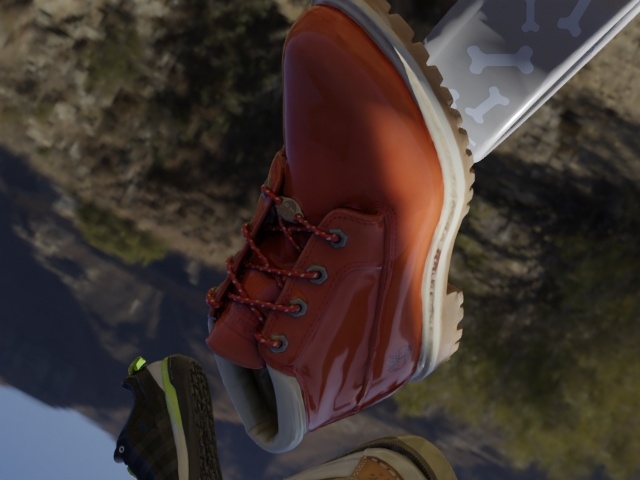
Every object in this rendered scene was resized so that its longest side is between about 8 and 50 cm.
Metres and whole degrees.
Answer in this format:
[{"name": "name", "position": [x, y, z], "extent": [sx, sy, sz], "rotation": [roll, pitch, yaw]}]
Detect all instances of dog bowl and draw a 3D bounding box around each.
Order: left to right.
[{"name": "dog bowl", "position": [0.215, -0.209, 1.097], "extent": [0.102, 0.349, 0.349], "rotation": [47, 176, 3]}]

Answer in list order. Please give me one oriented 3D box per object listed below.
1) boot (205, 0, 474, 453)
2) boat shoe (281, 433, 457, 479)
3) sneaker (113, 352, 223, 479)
[{"name": "boot", "position": [0.000, 0.000, 0.377], "extent": [0.059, 0.084, 0.158], "rotation": [35, 144, 41]}, {"name": "boat shoe", "position": [-0.049, 0.218, 0.796], "extent": [0.103, 0.302, 0.113], "rotation": [-9, -117, -54]}, {"name": "sneaker", "position": [-0.156, 0.226, 1.216], "extent": [0.097, 0.235, 0.084], "rotation": [-15, 150, 12]}]
